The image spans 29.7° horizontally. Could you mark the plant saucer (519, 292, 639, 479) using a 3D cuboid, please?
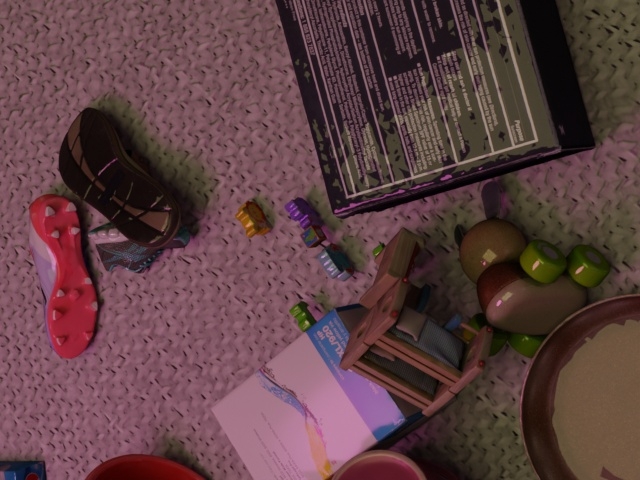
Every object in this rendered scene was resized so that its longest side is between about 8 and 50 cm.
[{"bbox_3d":[0.395,0.214,1.440,0.311,0.050,0.310,3,96,25],"label":"plant saucer"}]

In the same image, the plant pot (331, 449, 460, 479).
[{"bbox_3d":[0.090,0.345,1.468,0.201,0.180,0.201,-8,59,13],"label":"plant pot"}]

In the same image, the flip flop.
[{"bbox_3d":[-0.282,-0.085,1.737,0.277,0.080,0.112,42,103,30],"label":"flip flop"}]

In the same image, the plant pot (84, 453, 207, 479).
[{"bbox_3d":[-0.268,0.481,1.690,0.275,0.275,0.243,47,121,16],"label":"plant pot"}]

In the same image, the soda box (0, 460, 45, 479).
[{"bbox_3d":[-0.536,0.389,1.908,0.210,0.071,0.067,-7,91,27],"label":"soda box"}]

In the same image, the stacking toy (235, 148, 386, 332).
[{"bbox_3d":[0.000,0.000,1.620,0.167,0.052,0.221,-38,74,25],"label":"stacking toy"}]

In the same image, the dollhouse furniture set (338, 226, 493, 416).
[{"bbox_3d":[0.127,0.082,1.443,0.129,0.183,0.129,30,137,-10],"label":"dollhouse furniture set"}]

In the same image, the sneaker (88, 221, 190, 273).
[{"bbox_3d":[-0.257,0.011,1.757,0.167,0.065,0.076,-1,110,30],"label":"sneaker"}]

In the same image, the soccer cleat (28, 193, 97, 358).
[{"bbox_3d":[-0.393,0.053,1.820,0.095,0.083,0.248,2,101,56],"label":"soccer cleat"}]

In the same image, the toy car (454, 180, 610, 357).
[{"bbox_3d":[0.230,0.024,1.488,0.155,0.149,0.188,-57,45,31],"label":"toy car"}]

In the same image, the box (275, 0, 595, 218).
[{"bbox_3d":[0.141,-0.208,1.465,0.294,0.183,0.296,-15,88,28],"label":"box"}]

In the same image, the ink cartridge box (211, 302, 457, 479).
[{"bbox_3d":[0.016,0.211,1.564,0.233,0.171,0.168,-40,75,23],"label":"ink cartridge box"}]
